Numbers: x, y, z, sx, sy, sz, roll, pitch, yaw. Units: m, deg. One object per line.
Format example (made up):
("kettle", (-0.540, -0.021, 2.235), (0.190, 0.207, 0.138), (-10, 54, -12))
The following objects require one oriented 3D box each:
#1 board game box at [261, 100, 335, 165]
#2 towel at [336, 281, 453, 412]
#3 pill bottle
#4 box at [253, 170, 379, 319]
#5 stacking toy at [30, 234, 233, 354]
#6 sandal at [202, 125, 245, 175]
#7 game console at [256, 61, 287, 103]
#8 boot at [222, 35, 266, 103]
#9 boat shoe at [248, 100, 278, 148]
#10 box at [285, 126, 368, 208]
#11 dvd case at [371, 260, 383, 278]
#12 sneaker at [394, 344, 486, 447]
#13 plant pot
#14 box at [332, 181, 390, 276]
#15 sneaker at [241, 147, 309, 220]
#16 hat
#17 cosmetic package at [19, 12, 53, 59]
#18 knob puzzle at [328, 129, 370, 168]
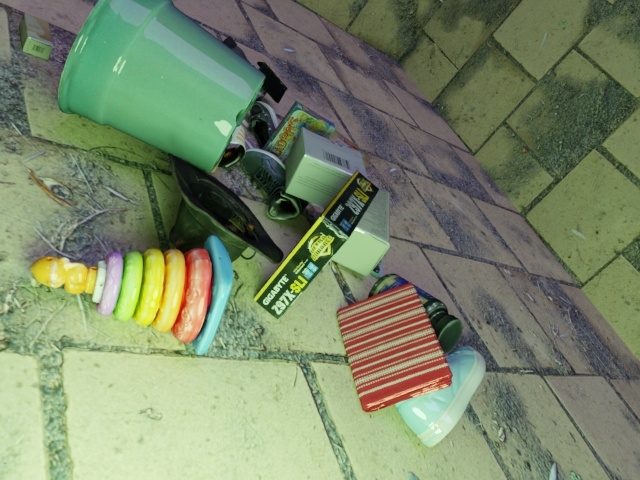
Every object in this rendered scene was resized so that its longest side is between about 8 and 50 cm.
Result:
("board game box", (-0.071, -0.286, 1.688), (0.136, 0.201, 0.035), (25, 31, -26))
("towel", (0.152, 0.226, 1.272), (0.275, 0.198, 0.031), (-106, 173, -47))
("pill bottle", (0.225, 0.177, 1.398), (0.122, 0.123, 0.219), (9, 16, -45))
("box", (0.000, 0.000, 1.308), (0.079, 0.257, 0.322), (40, 28, -2))
("stacking toy", (-0.309, 0.074, 0.957), (0.301, 0.166, 0.175), (11, 30, -26))
("sandal", (-0.239, -0.218, 1.505), (0.076, 0.102, 0.265), (32, 37, -18))
("game console", (-0.177, -0.531, 1.966), (0.122, 0.071, 0.107), (45, -4, -31))
("boot", (-0.270, -0.526, 1.895), (0.222, 0.118, 0.338), (44, 34, -16))
("boat shoe", (-0.179, -0.347, 1.785), (0.076, 0.080, 0.229), (12, 47, -45))
("box", (0.011, -0.177, 1.509), (0.180, 0.119, 0.182), (21, 29, -17))
("dvd case", (0.138, 0.053, 1.662), (0.087, 0.013, 0.119), (31, 28, -17))
("sneaker", (0.270, 0.304, 1.337), (0.150, 0.135, 0.366), (47, 27, 6))
("plant pot", (-0.321, -0.337, 1.273), (0.334, 0.341, 0.341), (30, 29, -10))
("box", (0.108, -0.052, 1.644), (0.147, 0.121, 0.311), (27, 30, -7))
("sneaker", (-0.130, -0.146, 1.537), (0.226, 0.086, 0.163), (39, 25, -6))
("hat", (-0.227, -0.028, 1.188), (0.331, 0.134, 0.331), (46, 7, -8))
("cosmetic package", (-0.677, -0.486, 1.394), (0.060, 0.041, 0.115), (11, 40, -43))
("knob puzzle", (0.096, -0.313, 2.120), (0.213, 0.030, 0.213), (31, 29, -19))
